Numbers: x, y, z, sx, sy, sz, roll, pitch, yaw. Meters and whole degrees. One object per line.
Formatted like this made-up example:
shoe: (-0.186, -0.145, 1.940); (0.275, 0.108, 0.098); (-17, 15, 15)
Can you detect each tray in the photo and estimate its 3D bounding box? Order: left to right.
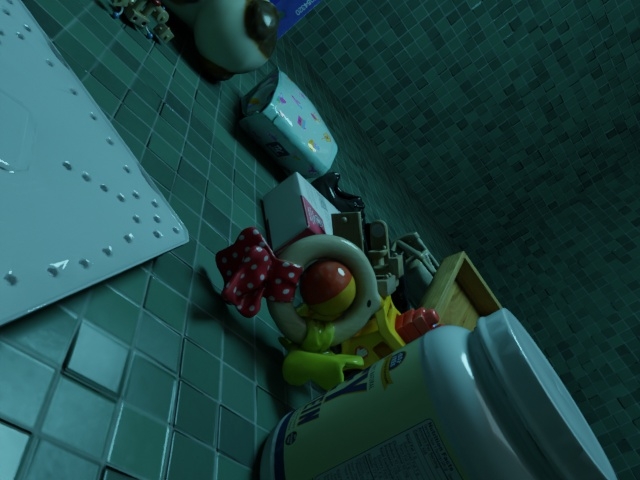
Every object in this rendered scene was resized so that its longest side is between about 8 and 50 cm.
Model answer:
tray: (0.299, 0.224, 1.187); (0.203, 0.076, 0.411); (53, 44, -11)

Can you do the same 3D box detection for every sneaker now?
sneaker: (0.068, -0.038, 1.265); (0.286, 0.130, 0.109); (53, 16, -10)

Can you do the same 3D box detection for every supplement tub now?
supplement tub: (0.120, 0.243, 0.581); (0.235, 0.324, 0.235); (47, 19, -22)

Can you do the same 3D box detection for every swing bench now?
swing bench: (0.287, 0.129, 1.468); (0.253, 0.165, 0.255); (51, 18, -12)

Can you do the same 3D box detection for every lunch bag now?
lunch bag: (-0.079, -0.276, 1.268); (0.223, 0.160, 0.262); (46, 14, -29)

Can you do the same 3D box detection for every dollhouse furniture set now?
dollhouse furniture set: (0.062, 0.018, 0.871); (0.151, 0.143, 0.123); (-18, 104, -65)

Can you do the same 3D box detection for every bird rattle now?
bird rattle: (-0.021, 0.078, 0.746); (0.254, 0.206, 0.143); (57, -15, -4)

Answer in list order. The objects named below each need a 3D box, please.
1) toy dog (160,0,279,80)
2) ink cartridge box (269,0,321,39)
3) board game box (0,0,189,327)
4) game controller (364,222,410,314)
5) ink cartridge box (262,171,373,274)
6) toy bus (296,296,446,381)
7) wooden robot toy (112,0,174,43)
toy dog: (-0.248, -0.589, 1.206); (0.408, 0.284, 0.395); (55, 21, -6)
ink cartridge box: (-0.210, -0.697, 1.405); (0.330, 0.324, 0.071); (51, 19, -10)
board game box: (-0.339, -0.107, 0.486); (0.390, 0.050, 0.390); (54, 18, -2)
game controller: (0.151, 0.102, 1.171); (0.167, 0.067, 0.319); (58, -11, 39)
ink cartridge box: (0.000, 0.000, 1.069); (0.237, 0.100, 0.172); (40, 25, -39)
toy bus: (0.093, 0.155, 0.858); (0.220, 0.211, 0.149); (52, 20, -4)
wooden robot toy: (-0.365, -0.470, 1.035); (0.079, 0.076, 0.173); (49, 15, 19)
